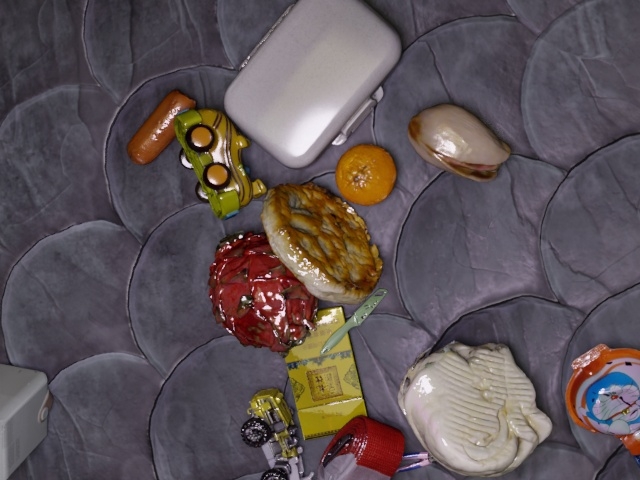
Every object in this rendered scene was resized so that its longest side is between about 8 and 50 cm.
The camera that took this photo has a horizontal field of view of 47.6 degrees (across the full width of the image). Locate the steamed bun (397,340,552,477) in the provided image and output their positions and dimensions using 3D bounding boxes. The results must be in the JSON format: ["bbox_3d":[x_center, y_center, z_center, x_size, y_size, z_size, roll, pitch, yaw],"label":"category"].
[{"bbox_3d":[0.295,0.361,1.506,0.268,0.207,0.280,-16,65,-24],"label":"steamed bun"}]

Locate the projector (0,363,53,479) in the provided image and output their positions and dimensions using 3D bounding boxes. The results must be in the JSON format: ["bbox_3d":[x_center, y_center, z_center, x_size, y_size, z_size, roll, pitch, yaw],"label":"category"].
[{"bbox_3d":[-0.715,0.400,1.621,0.163,0.242,0.177,10,111,5],"label":"projector"}]

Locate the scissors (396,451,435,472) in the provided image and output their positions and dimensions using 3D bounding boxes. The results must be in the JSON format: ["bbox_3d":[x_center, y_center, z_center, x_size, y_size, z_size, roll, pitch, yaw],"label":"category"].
[{"bbox_3d":[0.216,0.491,1.620,0.113,0.012,0.039,-12,91,7],"label":"scissors"}]

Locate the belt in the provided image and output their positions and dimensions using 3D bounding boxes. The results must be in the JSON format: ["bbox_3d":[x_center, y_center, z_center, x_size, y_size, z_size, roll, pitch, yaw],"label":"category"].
[{"bbox_3d":[0.076,0.467,1.556,0.124,0.128,0.201,27,114,-20],"label":"belt"}]

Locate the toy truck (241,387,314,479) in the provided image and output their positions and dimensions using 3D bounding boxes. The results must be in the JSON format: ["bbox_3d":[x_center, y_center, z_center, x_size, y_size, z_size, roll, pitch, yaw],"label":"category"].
[{"bbox_3d":[-0.086,0.466,1.592,0.111,0.136,0.286,-21,93,10],"label":"toy truck"}]

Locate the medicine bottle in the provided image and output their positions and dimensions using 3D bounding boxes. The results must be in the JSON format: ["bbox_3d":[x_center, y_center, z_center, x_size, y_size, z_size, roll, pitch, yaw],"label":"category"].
[{"bbox_3d":[-0.016,-0.349,1.550,0.282,0.123,0.375,41,96,1],"label":"medicine bottle"}]

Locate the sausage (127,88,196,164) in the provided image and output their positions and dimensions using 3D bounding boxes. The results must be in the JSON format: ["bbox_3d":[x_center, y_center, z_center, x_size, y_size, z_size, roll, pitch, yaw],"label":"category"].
[{"bbox_3d":[-0.357,-0.249,1.619,0.076,0.076,0.197,43,96,3],"label":"sausage"}]

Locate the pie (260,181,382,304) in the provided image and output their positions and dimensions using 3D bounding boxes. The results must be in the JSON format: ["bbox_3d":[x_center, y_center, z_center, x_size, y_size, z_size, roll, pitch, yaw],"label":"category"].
[{"bbox_3d":[0.000,0.000,1.478,0.092,0.315,0.315,-41,88,28],"label":"pie"}]

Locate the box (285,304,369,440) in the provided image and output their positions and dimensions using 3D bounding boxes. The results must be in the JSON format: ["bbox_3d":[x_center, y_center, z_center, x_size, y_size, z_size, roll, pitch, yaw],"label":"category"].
[{"bbox_3d":[0.007,0.295,1.623,0.153,0.041,0.279,-13,91,6],"label":"box"}]

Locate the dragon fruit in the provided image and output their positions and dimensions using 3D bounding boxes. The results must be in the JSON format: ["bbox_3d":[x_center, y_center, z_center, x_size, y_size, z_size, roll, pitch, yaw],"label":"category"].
[{"bbox_3d":[-0.117,0.112,1.515,0.244,0.244,0.299,-27,53,7],"label":"dragon fruit"}]

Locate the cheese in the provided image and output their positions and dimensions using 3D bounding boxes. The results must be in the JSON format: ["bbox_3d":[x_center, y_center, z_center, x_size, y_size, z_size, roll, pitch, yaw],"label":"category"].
[{"bbox_3d":[0.638,0.346,1.510,0.217,0.129,0.329,-35,107,12],"label":"cheese"}]

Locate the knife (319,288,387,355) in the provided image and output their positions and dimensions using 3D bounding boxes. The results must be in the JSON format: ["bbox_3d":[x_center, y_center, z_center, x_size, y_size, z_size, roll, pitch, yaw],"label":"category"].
[{"bbox_3d":[0.073,0.179,1.592,0.207,0.014,0.030,-45,96,-11],"label":"knife"}]

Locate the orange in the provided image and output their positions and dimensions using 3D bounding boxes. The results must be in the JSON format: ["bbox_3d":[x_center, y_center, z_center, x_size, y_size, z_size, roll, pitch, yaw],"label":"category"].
[{"bbox_3d":[0.097,-0.140,1.552,0.135,0.117,0.136,0,98,2],"label":"orange"}]

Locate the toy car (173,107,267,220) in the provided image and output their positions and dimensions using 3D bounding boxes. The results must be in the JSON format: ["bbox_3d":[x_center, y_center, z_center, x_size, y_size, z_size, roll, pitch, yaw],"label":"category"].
[{"bbox_3d":[-0.212,-0.175,1.559,0.142,0.200,0.248,-25,94,-17],"label":"toy car"}]

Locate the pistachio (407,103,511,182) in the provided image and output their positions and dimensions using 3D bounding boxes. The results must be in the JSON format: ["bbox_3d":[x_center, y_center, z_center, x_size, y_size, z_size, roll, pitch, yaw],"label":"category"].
[{"bbox_3d":[0.284,-0.202,1.517,0.215,0.144,0.144,29,96,7],"label":"pistachio"}]
